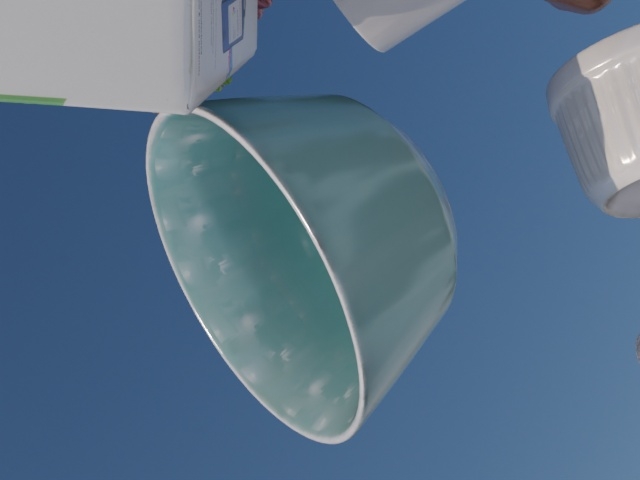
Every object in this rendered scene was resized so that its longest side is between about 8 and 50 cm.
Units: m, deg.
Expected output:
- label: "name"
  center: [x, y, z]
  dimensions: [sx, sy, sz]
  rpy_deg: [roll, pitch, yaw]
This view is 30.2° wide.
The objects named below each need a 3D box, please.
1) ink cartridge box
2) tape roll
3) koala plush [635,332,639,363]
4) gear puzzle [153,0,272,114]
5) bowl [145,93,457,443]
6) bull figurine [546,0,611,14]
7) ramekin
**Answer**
- label: "ink cartridge box"
  center: [-0.131, -0.145, 0.742]
  dimensions: [0.212, 0.154, 0.093]
  rpy_deg: [-66, -21, -73]
- label: "tape roll"
  center: [0.083, -0.379, 1.467]
  dimensions: [0.169, 0.246, 0.246]
  rpy_deg: [-31, -25, 18]
- label: "koala plush"
  center: [0.466, 0.118, 1.485]
  dimensions: [0.221, 0.203, 0.196]
  rpy_deg: [114, 164, -61]
- label: "gear puzzle"
  center: [-0.170, -0.218, 1.273]
  dimensions: [0.044, 0.175, 0.339]
  rpy_deg: [-68, 9, -27]
- label: "bowl"
  center: [0.000, 0.000, 1.019]
  dimensions: [0.163, 0.311, 0.311]
  rpy_deg: [-28, -41, -27]
- label: "bull figurine"
  center: [0.173, -0.270, 0.941]
  dimensions: [0.310, 0.101, 0.188]
  rpy_deg: [7, -43, -50]
- label: "ramekin"
  center: [0.293, -0.094, 0.952]
  dimensions: [0.207, 0.207, 0.109]
  rpy_deg: [17, -120, -59]
